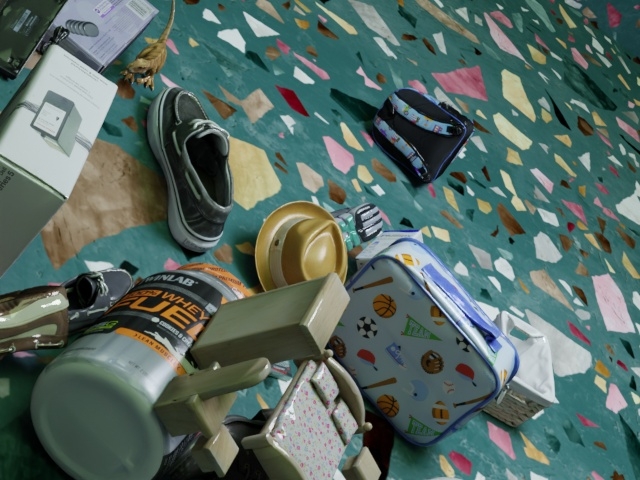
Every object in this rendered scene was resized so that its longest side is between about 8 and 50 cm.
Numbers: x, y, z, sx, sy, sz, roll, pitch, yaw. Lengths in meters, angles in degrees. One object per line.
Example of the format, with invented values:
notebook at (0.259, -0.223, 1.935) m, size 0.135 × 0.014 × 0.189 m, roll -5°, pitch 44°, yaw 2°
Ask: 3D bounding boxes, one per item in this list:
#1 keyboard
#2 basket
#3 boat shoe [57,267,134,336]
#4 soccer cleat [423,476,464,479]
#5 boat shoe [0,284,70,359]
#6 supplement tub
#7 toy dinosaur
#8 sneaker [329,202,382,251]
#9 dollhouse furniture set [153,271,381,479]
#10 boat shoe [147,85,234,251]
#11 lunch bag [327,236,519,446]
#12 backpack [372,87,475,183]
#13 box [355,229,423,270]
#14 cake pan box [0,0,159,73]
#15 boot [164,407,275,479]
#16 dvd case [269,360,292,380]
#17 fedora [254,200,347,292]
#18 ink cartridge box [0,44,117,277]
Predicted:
keyboard at (-0.452, -0.330, 1.958) m, size 0.108 × 0.023 × 0.180 m, roll 30°, pitch 66°, yaw -7°
basket at (0.332, 0.228, 2.199) m, size 0.113 × 0.103 × 0.167 m, roll 31°, pitch 35°, yaw -20°
boat shoe at (-0.312, 0.077, 1.703) m, size 0.075 × 0.065 × 0.206 m, roll 50°, pitch 33°, yaw 8°
soccer cleat at (0.187, 0.486, 1.779) m, size 0.143 × 0.116 × 0.331 m, roll 9°, pitch 43°, yaw -20°
boat shoe at (-0.416, 0.127, 1.514) m, size 0.257 × 0.095 × 0.095 m, roll -14°, pitch 101°, yaw -35°
supplement tub at (-0.210, 0.162, 1.606) m, size 0.193 × 0.193 × 0.316 m, roll 44°, pitch 33°, yaw -2°
toy dinosaur at (-0.279, -0.314, 2.120) m, size 0.064 × 0.112 × 0.211 m, roll 34°, pitch 34°, yaw -15°
sneaker at (0.000, 0.000, 2.138) m, size 0.223 × 0.098 × 0.083 m, roll -23°, pitch 104°, yaw -35°
dollhouse furniture set at (0.002, 0.240, 1.556) m, size 0.355 × 0.173 × 0.303 m, roll 61°, pitch 32°, yaw -20°
boat shoe at (-0.190, -0.137, 2.016) m, size 0.121 × 0.119 × 0.335 m, roll 15°, pitch 43°, yaw -37°
lunch bag at (0.159, 0.159, 1.960) m, size 0.303 × 0.243 × 0.115 m, roll 48°, pitch 34°, yaw 6°
backpack at (0.199, -0.220, 2.507) m, size 0.173 × 0.158 × 0.117 m, roll 37°, pitch 24°, yaw 10°
box at (0.126, 0.062, 2.136) m, size 0.137 × 0.072 × 0.126 m, roll -39°, pitch 122°, yaw -57°
cake pan box at (-0.421, -0.403, 2.105) m, size 0.245 × 0.070 × 0.267 m, roll 40°, pitch 34°, yaw -11°
boot at (-0.066, 0.342, 1.659) m, size 0.263 × 0.091 × 0.229 m, roll -9°, pitch 60°, yaw -53°
dvd case at (-0.088, 0.153, 1.910) m, size 0.087 × 0.013 × 0.119 m, roll 20°, pitch 39°, yaw -32°
fedora at (-0.013, 0.026, 2.007) m, size 0.194 × 0.079 × 0.194 m, roll 8°, pitch 77°, yaw -36°
ink cartridge box at (-0.398, -0.105, 1.686) m, size 0.114 × 0.198 × 0.273 m, roll 34°, pitch 35°, yaw -18°
